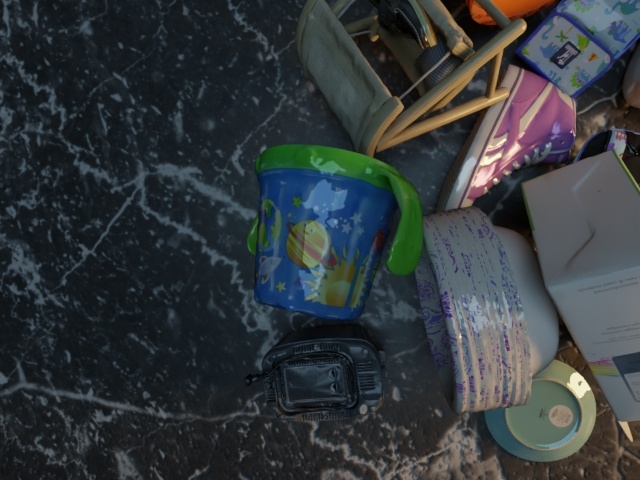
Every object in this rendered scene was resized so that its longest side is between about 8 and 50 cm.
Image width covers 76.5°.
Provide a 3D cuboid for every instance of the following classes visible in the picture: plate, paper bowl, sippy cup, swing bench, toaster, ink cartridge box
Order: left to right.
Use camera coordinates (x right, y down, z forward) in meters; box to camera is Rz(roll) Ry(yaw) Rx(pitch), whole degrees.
[{"bbox_3d":[-0.001,0.219,0.692,0.227,0.146,0.129,-8,90,7],"label":"toaster"},{"bbox_3d":[0.000,0.000,0.623,0.240,0.305,0.224,11,84,-5],"label":"sippy cup"},{"bbox_3d":[0.109,-0.278,0.614,0.254,0.165,0.253,-31,68,7],"label":"swing bench"},{"bbox_3d":[0.229,0.091,0.588,0.148,0.284,0.284,-10,91,8],"label":"paper bowl"},{"bbox_3d":[0.384,0.298,0.707,0.188,0.024,0.188,0,91,8],"label":"plate"},{"bbox_3d":[0.397,0.087,0.532,0.119,0.207,0.353,-22,121,32],"label":"ink cartridge box"}]

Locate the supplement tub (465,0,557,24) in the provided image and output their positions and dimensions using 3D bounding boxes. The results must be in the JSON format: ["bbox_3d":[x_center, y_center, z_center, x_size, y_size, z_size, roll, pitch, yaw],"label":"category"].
[{"bbox_3d":[0.265,-0.519,0.589,0.207,0.207,0.338,-11,86,8],"label":"supplement tub"}]

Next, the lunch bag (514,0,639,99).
[{"bbox_3d":[0.414,-0.325,0.650,0.129,0.096,0.151,42,111,2],"label":"lunch bag"}]

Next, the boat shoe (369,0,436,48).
[{"bbox_3d":[0.096,-0.286,0.509,0.049,0.056,0.152,-31,58,18],"label":"boat shoe"}]

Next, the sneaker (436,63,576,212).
[{"bbox_3d":[0.313,-0.130,0.664,0.161,0.102,0.282,28,95,3],"label":"sneaker"}]

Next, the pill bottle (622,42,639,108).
[{"bbox_3d":[0.631,-0.239,0.586,0.283,0.161,0.161,18,94,6],"label":"pill bottle"}]

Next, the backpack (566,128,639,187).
[{"bbox_3d":[0.448,-0.078,0.637,0.158,0.117,0.173,15,94,7],"label":"backpack"}]
